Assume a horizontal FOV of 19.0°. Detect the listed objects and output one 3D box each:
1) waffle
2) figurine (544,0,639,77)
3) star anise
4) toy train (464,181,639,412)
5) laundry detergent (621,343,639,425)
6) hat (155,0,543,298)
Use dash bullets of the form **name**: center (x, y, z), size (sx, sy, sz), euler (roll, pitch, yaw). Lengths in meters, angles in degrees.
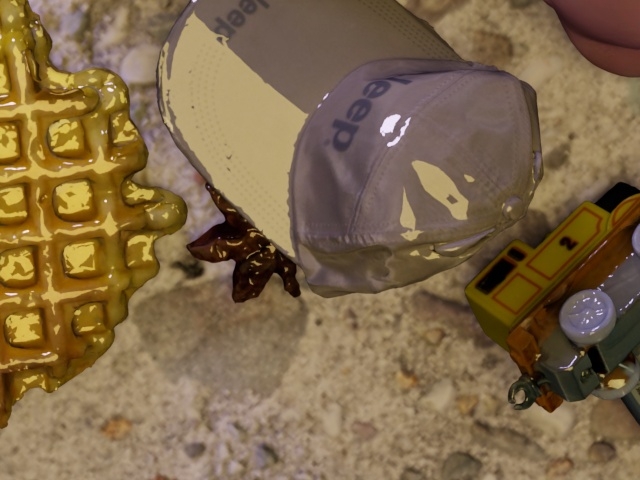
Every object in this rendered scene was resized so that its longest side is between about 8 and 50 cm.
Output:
- **waffle**: center (-0.264, -0.023, 1.339), size (0.307, 0.060, 0.312), euler (-40, 102, -1)
- **figurine**: center (0.216, -0.247, 1.280), size (0.270, 0.211, 0.261), euler (-42, 102, 2)
- **star anise**: center (0.000, 0.000, 1.371), size (0.191, 0.070, 0.097), euler (-2, 98, -9)
- **toy train**: center (0.196, 0.031, 1.372), size (0.219, 0.127, 0.089), euler (-44, 138, -12)
- **laundry detergent**: center (0.296, 0.141, 1.432), size (0.097, 0.061, 0.206), euler (-34, 102, -4)
- **hat**: center (0.024, -0.091, 1.294), size (0.245, 0.149, 0.214), euler (42, 72, -19)
